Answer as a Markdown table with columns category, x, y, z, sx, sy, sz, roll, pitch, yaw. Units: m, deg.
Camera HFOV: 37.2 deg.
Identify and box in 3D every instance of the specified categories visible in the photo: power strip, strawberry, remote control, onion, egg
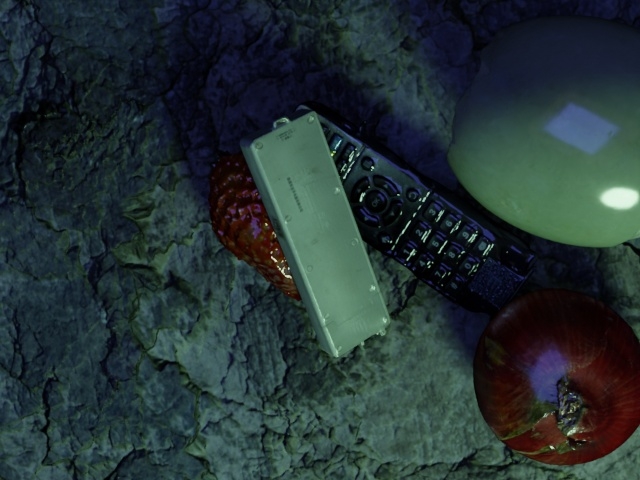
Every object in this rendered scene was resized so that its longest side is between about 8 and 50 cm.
| category | x | y | z | sx | sy | sz | roll | pitch | yaw |
| --- | --- | --- | --- | --- | --- | --- | --- | --- | --- |
| power strip | 0.000 | 0.000 | 1.297 | 0.106 | 0.043 | 0.367 | -29 | 113 | -20 |
| strawberry | -0.089 | -0.019 | 1.336 | 0.236 | 0.107 | 0.175 | 42 | 124 | 9 |
| remote control | 0.113 | -0.048 | 1.331 | 0.399 | 0.062 | 0.144 | 36 | 114 | 8 |
| onion | 0.324 | 0.185 | 1.267 | 0.248 | 0.161 | 0.248 | 1 | 88 | -17 |
| egg | 0.338 | -0.127 | 1.178 | 0.336 | 0.278 | 0.278 | 23 | 98 | 9 |
